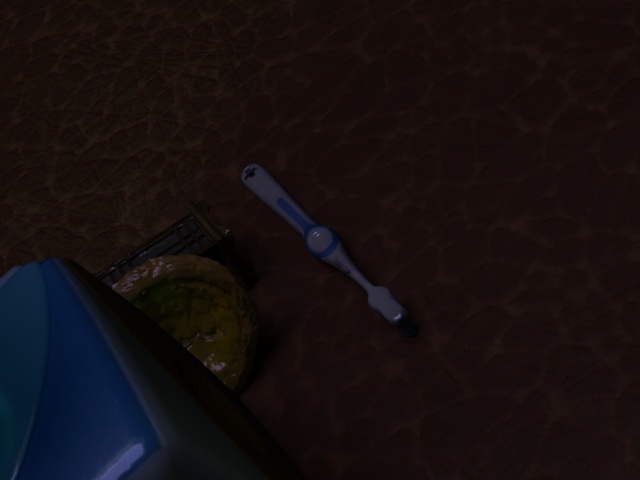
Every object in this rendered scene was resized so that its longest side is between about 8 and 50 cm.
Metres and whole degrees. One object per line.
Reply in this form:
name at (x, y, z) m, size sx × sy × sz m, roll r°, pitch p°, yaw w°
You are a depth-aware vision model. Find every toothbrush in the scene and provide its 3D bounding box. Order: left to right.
toothbrush at (-0.003, -0.002, 1.742) m, size 0.040 × 0.040 × 0.386 m, roll -46°, pitch 41°, yaw 0°

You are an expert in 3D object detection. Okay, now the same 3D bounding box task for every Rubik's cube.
Rubik's cube at (-0.215, 0.272, 1.460) m, size 0.351 × 0.352 × 0.347 m, roll -42°, pitch 42°, yaw 0°

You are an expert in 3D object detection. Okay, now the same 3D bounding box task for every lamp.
lamp at (-0.235, 0.087, 1.770) m, size 0.325 × 0.089 × 0.090 m, roll -34°, pitch 40°, yaw -8°

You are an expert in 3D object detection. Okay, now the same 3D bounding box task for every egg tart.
egg tart at (-0.158, 0.102, 1.699) m, size 0.191 × 0.191 × 0.074 m, roll -44°, pitch 19°, yaw 2°
